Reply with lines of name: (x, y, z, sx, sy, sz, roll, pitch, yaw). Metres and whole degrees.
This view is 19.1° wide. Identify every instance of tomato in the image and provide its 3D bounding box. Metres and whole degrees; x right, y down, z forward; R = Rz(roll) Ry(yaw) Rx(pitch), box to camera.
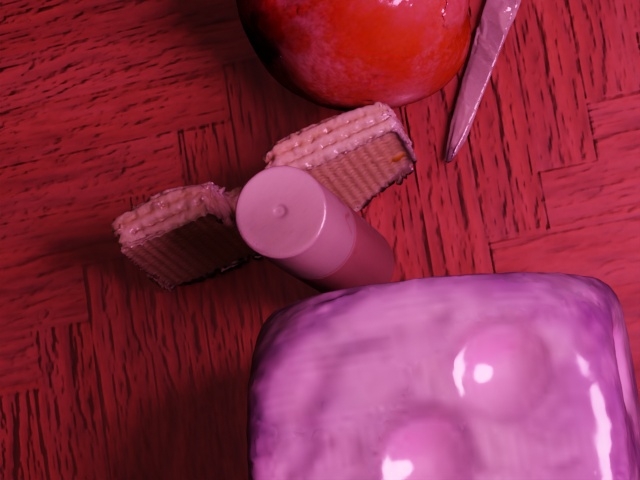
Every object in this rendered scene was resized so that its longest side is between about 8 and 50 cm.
tomato: (0.023, -0.205, 1.525, 0.184, 0.208, 0.208, -8, 79, 0)

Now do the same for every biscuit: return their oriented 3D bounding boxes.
biscuit: (-0.041, -0.035, 1.543, 0.250, 0.147, 0.046, -23, 72, 9)

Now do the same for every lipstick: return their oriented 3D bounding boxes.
lipstick: (0.000, 0.000, 1.472, 0.070, 0.254, 0.070, -2, 80, 13)

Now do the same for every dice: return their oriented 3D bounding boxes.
dice: (0.103, 0.173, 1.410, 0.270, 0.270, 0.271, -7, 80, 11)

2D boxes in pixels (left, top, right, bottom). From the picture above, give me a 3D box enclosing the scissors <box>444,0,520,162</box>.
scissors: (0.156, -0.205, 1.592, 0.109, 0.022, 0.300, 17, 86, 19)
